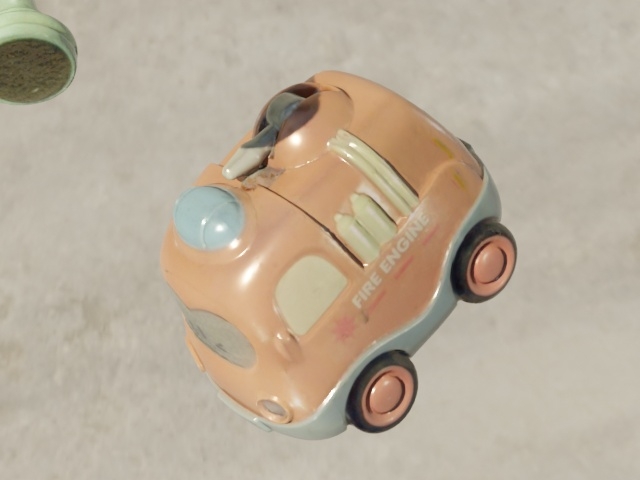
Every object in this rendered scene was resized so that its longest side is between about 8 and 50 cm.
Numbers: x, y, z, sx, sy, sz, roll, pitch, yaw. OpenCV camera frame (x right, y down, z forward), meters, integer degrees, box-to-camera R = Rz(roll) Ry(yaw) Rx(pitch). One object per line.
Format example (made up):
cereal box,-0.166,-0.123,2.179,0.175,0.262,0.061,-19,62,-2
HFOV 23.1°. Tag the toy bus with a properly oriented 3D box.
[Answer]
toy bus,0.000,0.000,1.238,0.288,0.194,0.232,-49,132,-11

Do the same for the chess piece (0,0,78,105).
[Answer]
chess piece,-0.185,-0.139,0.953,0.067,0.103,0.067,-9,143,-7
